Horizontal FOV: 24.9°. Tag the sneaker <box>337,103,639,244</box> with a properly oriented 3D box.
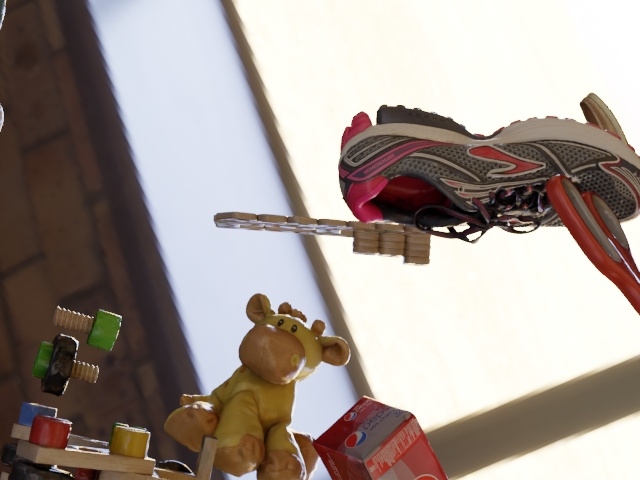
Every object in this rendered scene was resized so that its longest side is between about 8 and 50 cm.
[{"bbox_3d":[0.164,-0.045,1.373,0.112,0.299,0.121,-85,179,-50],"label":"sneaker"}]

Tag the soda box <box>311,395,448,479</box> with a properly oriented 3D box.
[{"bbox_3d":[0.096,0.297,1.541,0.092,0.083,0.263,11,-47,53],"label":"soda box"}]

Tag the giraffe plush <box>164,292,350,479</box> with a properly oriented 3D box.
[{"bbox_3d":[-0.056,0.160,1.613,0.181,0.170,0.210,26,9,-9],"label":"giraffe plush"}]

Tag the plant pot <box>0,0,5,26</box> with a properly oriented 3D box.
[{"bbox_3d":[-0.441,-0.211,0.947,0.341,0.341,0.334,-103,166,-48],"label":"plant pot"}]

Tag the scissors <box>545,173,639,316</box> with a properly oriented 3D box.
[{"bbox_3d":[0.280,0.070,1.215,0.109,0.021,0.297,10,49,-59],"label":"scissors"}]

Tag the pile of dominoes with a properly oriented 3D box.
[{"bbox_3d":[0.000,0.000,1.644,0.196,0.251,0.040,99,-4,-87],"label":"pile of dominoes"}]

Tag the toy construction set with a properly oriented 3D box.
[{"bbox_3d":[-0.192,0.269,1.371,0.237,0.257,0.309,18,58,-13],"label":"toy construction set"}]

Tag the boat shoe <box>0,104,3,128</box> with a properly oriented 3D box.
[{"bbox_3d":[-0.588,-0.120,1.925,0.119,0.335,0.121,39,-29,36],"label":"boat shoe"}]

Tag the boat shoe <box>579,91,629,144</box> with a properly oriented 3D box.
[{"bbox_3d":[0.318,-0.099,1.611,0.050,0.045,0.135,83,-19,-82],"label":"boat shoe"}]
